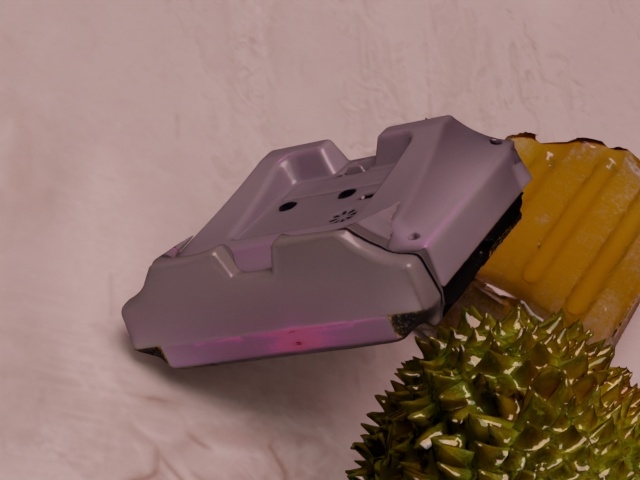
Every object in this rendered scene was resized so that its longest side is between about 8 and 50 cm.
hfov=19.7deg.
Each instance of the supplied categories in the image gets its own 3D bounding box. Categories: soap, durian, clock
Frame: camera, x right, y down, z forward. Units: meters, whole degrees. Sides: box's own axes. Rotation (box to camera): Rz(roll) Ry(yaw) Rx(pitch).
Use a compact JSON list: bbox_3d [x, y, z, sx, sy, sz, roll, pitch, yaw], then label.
[{"bbox_3d":[0.181,0.007,1.454,0.160,0.080,0.257,35,41,5],"label":"soap"},{"bbox_3d":[0.125,0.182,1.099,0.225,0.291,0.291,14,43,-4],"label":"durian"},{"bbox_3d":[0.000,0.000,1.257,0.186,0.253,0.083,-46,119,-50],"label":"clock"}]
